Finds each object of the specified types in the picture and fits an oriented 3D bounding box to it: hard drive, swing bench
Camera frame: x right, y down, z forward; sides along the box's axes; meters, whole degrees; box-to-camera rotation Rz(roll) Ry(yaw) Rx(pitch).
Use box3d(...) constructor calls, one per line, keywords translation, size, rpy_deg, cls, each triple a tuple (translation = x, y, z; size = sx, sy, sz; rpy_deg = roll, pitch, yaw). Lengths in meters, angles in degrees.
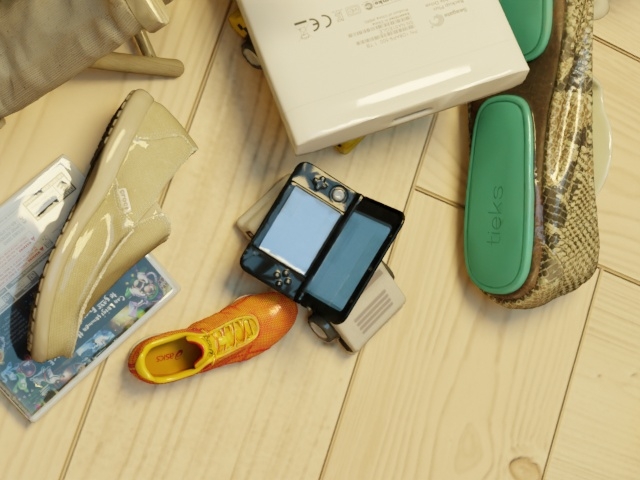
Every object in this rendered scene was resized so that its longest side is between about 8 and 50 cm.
box3d(translation=(0.026, -0.277, 1.142), size=(0.233, 0.047, 0.353), rpy_deg=(-19, 75, -7), cls="hard drive")
box3d(translation=(-0.162, -0.229, 0.992), size=(0.255, 0.253, 0.165), rpy_deg=(-28, 96, -48), cls="swing bench")

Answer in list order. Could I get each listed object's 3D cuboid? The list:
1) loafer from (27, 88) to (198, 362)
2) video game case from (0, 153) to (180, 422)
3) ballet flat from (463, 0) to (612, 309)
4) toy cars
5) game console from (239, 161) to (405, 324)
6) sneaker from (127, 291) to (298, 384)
box3d(translation=(-0.186, -0.008, 1.066), size=(0.092, 0.102, 0.268), rpy_deg=(24, 76, -12), cls="loafer")
box3d(translation=(-0.256, 0.044, 1.101), size=(0.190, 0.022, 0.173), rpy_deg=(-43, 101, -19), cls="video game case")
box3d(translation=(0.231, -0.172, 1.230), size=(0.182, 0.164, 0.482), rpy_deg=(-11, 102, -37), cls="ballet flat")
box3d(translation=(0.007, -0.080, 1.176), size=(0.177, 0.087, 0.393), rpy_deg=(-1, 86, -21), cls="toy cars")
box3d(translation=(0.000, 0.000, 1.099), size=(0.107, 0.071, 0.122), rpy_deg=(32, 85, -8), cls="game console")
box3d(translation=(-0.097, 0.099, 1.129), size=(0.175, 0.067, 0.064), rpy_deg=(-23, 99, -18), cls="sneaker")
